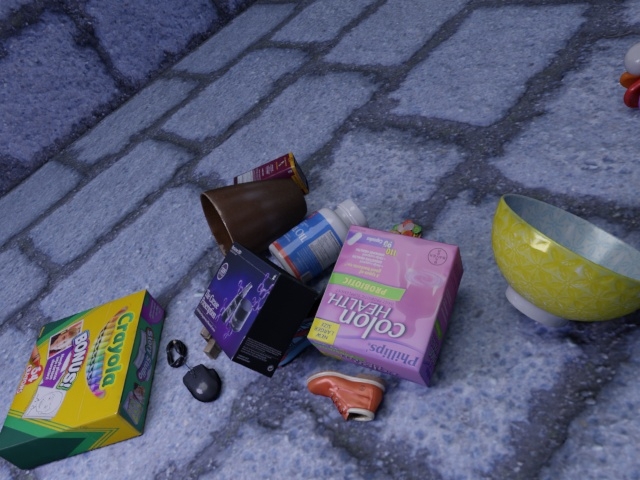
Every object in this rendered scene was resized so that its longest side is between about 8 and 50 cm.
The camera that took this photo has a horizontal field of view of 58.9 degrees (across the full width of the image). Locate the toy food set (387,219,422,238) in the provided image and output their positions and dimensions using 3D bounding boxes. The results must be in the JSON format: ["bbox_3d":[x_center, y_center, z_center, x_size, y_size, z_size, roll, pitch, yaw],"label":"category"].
[{"bbox_3d":[0.193,-0.014,1.312,0.082,0.020,0.083,-43,40,-17],"label":"toy food set"}]

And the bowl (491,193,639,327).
[{"bbox_3d":[0.406,0.054,0.970,0.156,0.290,0.289,-66,32,22],"label":"bowl"}]

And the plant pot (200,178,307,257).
[{"bbox_3d":[-0.159,-0.069,1.469,0.231,0.215,0.215,-26,36,-19],"label":"plant pot"}]

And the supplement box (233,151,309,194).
[{"bbox_3d":[-0.140,-0.157,1.610,0.188,0.104,0.080,-23,39,9],"label":"supplement box"}]

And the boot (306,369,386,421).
[{"bbox_3d":[0.037,0.289,1.049,0.158,0.059,0.084,-2,51,29],"label":"boot"}]

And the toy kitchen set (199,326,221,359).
[{"bbox_3d":[-0.220,0.218,1.274,0.075,0.068,0.083,3,49,34],"label":"toy kitchen set"}]

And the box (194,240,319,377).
[{"bbox_3d":[-0.138,0.127,1.137,0.184,0.103,0.261,-59,30,-3],"label":"box"}]

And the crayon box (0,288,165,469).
[{"bbox_3d":[-0.552,0.316,1.342,0.313,0.106,0.362,-20,39,11],"label":"crayon box"}]

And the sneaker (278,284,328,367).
[{"bbox_3d":[-0.063,0.169,1.186,0.262,0.125,0.104,-27,38,3],"label":"sneaker"}]

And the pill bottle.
[{"bbox_3d":[0.000,0.000,1.335,0.222,0.124,0.124,-36,39,-9],"label":"pill bottle"}]

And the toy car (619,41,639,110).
[{"bbox_3d":[0.747,-0.344,1.254,0.136,0.159,0.182,-59,35,19],"label":"toy car"}]

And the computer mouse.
[{"bbox_3d":[-0.296,0.283,1.274,0.071,0.041,0.242,-44,40,-16],"label":"computer mouse"}]

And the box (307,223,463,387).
[{"bbox_3d":[0.126,0.116,1.057,0.214,0.117,0.242,13,69,25],"label":"box"}]
